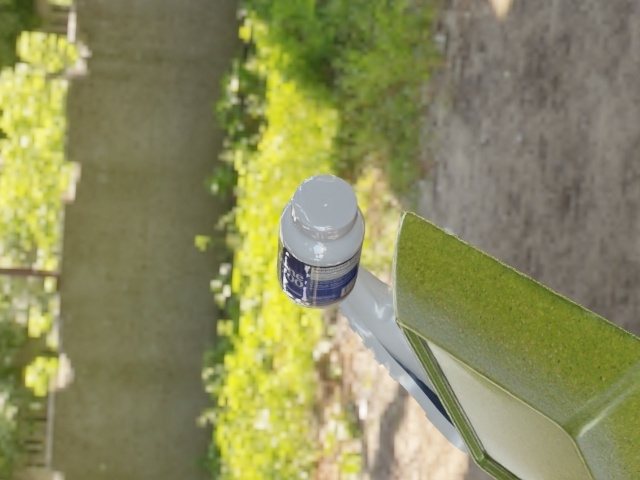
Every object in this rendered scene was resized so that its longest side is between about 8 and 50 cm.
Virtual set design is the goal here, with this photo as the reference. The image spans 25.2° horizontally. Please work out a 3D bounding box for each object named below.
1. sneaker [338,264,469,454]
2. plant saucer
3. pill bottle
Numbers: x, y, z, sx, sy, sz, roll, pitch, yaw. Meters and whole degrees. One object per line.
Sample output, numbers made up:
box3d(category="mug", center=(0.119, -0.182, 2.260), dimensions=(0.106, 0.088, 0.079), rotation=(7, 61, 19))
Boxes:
box3d(category="sneaker", center=(0.108, 0.099, 1.399), dimensions=(0.095, 0.235, 0.090), rotation=(-47, -9, 16))
box3d(category="plant saucer", center=(0.114, 0.091, 0.724), dimensions=(0.188, 0.045, 0.188), rotation=(33, 159, 49))
box3d(category="pill bottle", center=(0.000, 0.000, 1.116), dimensions=(0.120, 0.067, 0.067), rotation=(97, 171, -61))
